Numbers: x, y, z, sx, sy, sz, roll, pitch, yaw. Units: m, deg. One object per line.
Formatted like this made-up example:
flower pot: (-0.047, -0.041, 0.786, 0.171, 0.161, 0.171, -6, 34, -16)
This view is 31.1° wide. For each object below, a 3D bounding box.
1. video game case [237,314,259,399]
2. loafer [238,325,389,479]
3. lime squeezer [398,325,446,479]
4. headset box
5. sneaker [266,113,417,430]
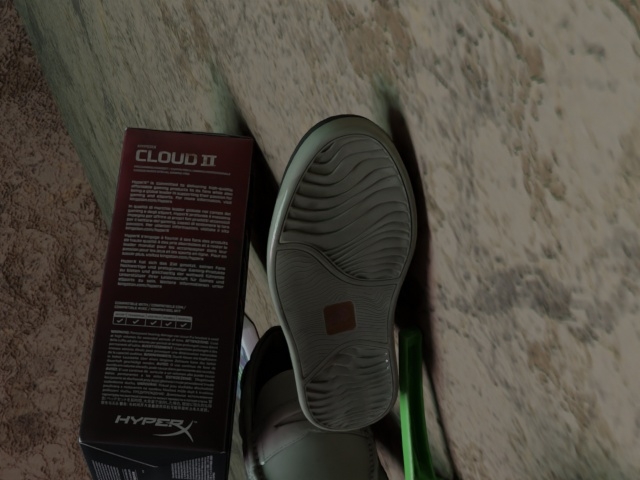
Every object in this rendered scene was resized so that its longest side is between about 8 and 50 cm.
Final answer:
video game case: (-0.088, 0.155, 1.388, 0.173, 0.022, 0.190, 40, 150, 62)
loafer: (-0.015, 0.156, 0.890, 0.319, 0.112, 0.111, -132, 30, -72)
lime squeezer: (0.087, 0.208, 0.742, 0.110, 0.059, 0.310, 152, 96, -77)
headset box: (-0.119, 0.061, 0.963, 0.218, 0.110, 0.293, 102, 173, -65)
sneaker: (0.000, 0.000, 0.682, 0.118, 0.083, 0.222, -108, 15, -48)
